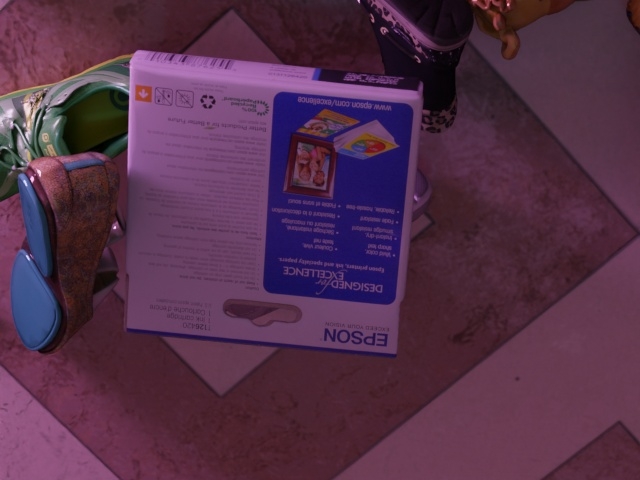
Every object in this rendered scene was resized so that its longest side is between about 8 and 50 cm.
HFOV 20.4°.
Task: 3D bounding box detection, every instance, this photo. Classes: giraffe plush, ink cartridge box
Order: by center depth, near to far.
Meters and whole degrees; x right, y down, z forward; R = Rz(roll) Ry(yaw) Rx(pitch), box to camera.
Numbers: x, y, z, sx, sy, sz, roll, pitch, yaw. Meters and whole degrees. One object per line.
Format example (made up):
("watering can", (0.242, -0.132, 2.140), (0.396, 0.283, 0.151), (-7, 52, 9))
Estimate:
("giraffe plush", (0.208, -0.281, 1.835), (0.210, 0.170, 0.181), (-35, 105, 14))
("ink cartridge box", (-0.054, -0.036, 1.882), (0.304, 0.072, 0.307), (6, 118, 2))

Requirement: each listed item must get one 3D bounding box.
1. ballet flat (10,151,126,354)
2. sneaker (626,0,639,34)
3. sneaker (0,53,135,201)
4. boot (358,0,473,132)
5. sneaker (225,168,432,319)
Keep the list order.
("ballet flat", (-0.270, 0.016, 1.945), (0.123, 0.123, 0.348), (14, 147, -3))
("sneaker", (0.458, -0.174, 1.897), (0.131, 0.112, 0.296), (-37, 107, 9))
("sneaker", (-0.298, -0.116, 1.943), (0.296, 0.123, 0.109), (-26, 107, 12))
("boot", (0.073, -0.237, 1.891), (0.085, 0.236, 0.178), (-30, 150, -18))
("sneaker", (0.000, 0.000, 2.005), (0.281, 0.105, 0.115), (-25, 140, 7))
